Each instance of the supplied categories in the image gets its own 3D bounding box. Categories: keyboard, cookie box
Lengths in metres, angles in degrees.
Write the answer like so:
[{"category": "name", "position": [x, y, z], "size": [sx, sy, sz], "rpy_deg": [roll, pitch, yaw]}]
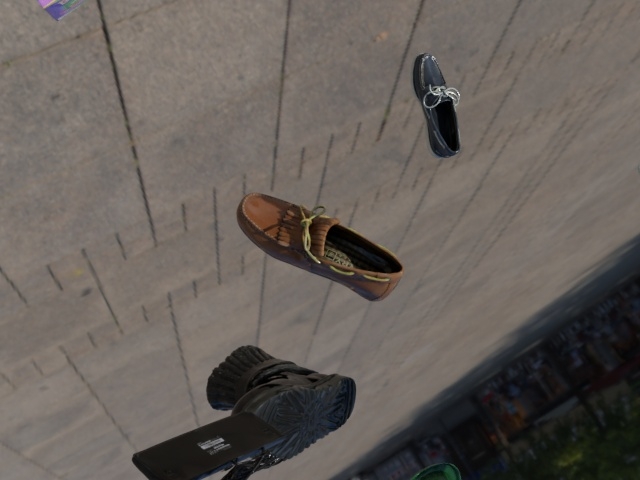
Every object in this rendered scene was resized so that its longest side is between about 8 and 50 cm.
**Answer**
[{"category": "keyboard", "position": [-0.121, 0.259, 0.885], "size": [0.192, 0.100, 0.038], "rpy_deg": [-10, 118, -50]}, {"category": "cookie box", "position": [-0.255, -0.274, 0.779], "size": [0.091, 0.040, 0.107], "rpy_deg": [-36, -166, -4]}]

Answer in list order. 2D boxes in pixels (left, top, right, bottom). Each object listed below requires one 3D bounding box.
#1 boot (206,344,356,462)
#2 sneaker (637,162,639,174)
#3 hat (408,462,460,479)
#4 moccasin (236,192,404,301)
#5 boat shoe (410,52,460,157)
[{"category": "boot", "position": [-0.121, 0.291, 1.386], "size": [0.348, 0.260, 0.131], "rpy_deg": [6, 96, -60]}, {"category": "sneaker", "position": [0.560, -0.104, 1.241], "size": [0.038, 0.098, 0.069], "rpy_deg": [-25, 156, -1]}, {"category": "hat", "position": [0.228, 0.501, 1.276], "size": [0.208, 0.183, 0.173], "rpy_deg": [-7, 111, -37]}, {"category": "moccasin", "position": [-0.001, 0.002, 1.606], "size": [0.139, 0.380, 0.147], "rpy_deg": [-57, 177, -34]}, {"category": "boat shoe", "position": [0.276, -0.321, 1.776], "size": [0.095, 0.255, 0.079], "rpy_deg": [-10, -177, -23]}]
